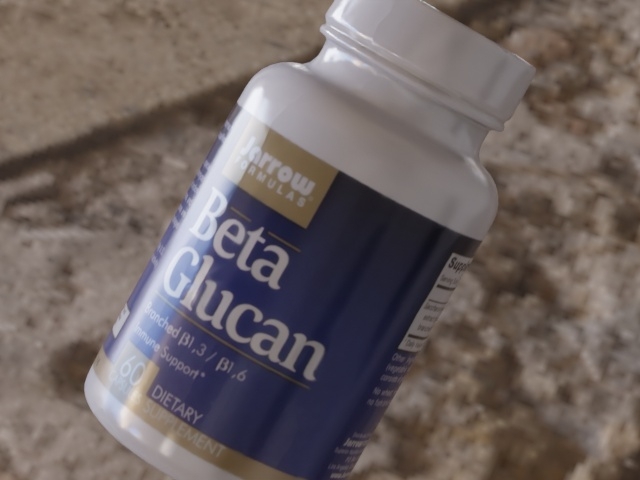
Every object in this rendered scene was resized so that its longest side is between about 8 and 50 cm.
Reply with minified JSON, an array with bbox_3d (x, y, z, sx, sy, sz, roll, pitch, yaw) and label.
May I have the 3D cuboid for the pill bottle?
[{"bbox_3d":[0.000,0.000,0.640,0.169,0.094,0.094,-61,-29,6],"label":"pill bottle"}]
